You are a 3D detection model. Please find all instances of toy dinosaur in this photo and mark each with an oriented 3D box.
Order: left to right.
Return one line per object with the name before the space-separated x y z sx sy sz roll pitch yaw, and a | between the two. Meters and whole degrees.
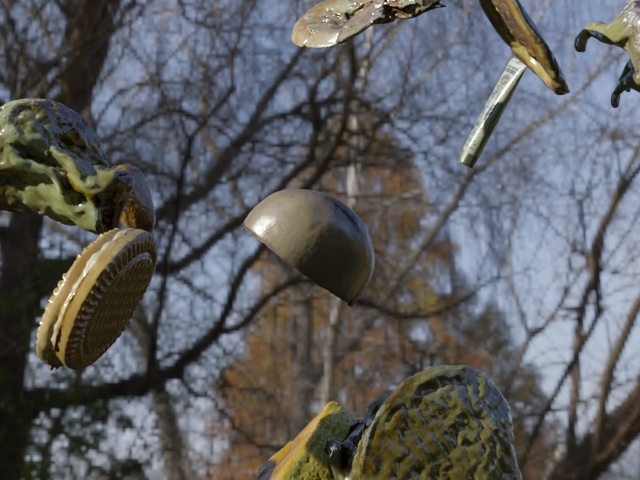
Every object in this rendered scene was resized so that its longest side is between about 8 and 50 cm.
toy dinosaur | 0.480 -0.282 1.681 0.077 0.294 0.162 4 -45 -27

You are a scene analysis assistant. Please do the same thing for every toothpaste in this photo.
toothpaste | 0.348 -0.259 2.289 0.039 0.239 0.062 22 11 -26

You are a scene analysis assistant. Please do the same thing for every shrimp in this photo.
shrimp | 0.075 -0.401 2.044 0.317 0.164 0.062 0 -44 38

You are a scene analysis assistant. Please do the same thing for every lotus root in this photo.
lotus root | -0.408 -0.079 2.463 0.108 0.191 0.094 -24 -11 -37

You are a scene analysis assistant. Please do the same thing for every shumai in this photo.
shumai | -0.464 -0.114 1.940 0.272 0.203 0.222 2 -63 -27
shumai | 0.144 0.362 1.827 0.292 0.330 0.288 33 -23 -4

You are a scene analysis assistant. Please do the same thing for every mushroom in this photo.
mushroom | 0.000 0.000 1.493 0.117 0.141 0.188 -44 -65 13

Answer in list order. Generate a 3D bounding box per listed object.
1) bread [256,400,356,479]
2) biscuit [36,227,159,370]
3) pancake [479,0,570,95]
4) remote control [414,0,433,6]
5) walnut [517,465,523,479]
bread | -0.012 0.506 1.907 0.233 0.362 0.245 40 -58 -6
biscuit | -0.339 0.089 1.722 0.079 0.259 0.259 29 -17 9
pancake | 0.298 -0.322 1.709 0.031 0.250 0.250 -35 -26 6
remote control | 0.251 -0.490 1.800 0.285 0.038 0.123 -37 -30 -20
walnut | 0.301 0.479 2.286 0.225 0.193 0.193 22 -4 35
